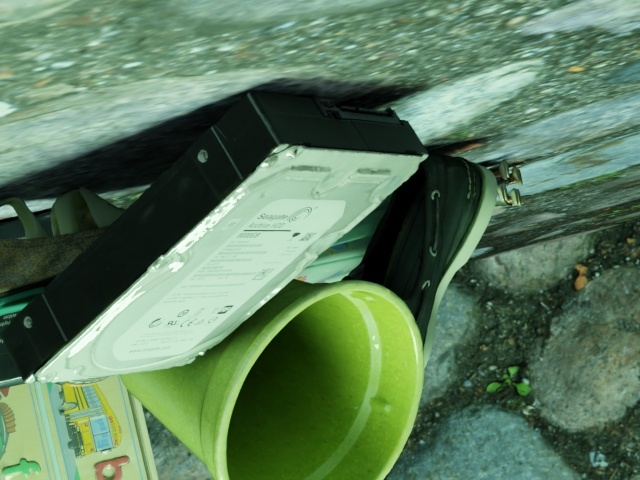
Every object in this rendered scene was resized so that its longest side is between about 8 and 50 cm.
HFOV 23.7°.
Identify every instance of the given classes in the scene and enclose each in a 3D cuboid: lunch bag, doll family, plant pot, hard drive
[{"bbox_3d":[0.000,0.000,1.851,0.279,0.108,0.224,-13,169,-15],"label":"lunch bag"},{"bbox_3d":[0.192,-0.057,1.955,0.111,0.076,0.193,-11,170,17],"label":"doll family"},{"bbox_3d":[-0.076,0.135,1.615,0.276,0.276,0.254,-8,-157,-42],"label":"plant pot"},{"bbox_3d":[-0.089,0.005,1.330,0.339,0.064,0.237,-42,159,26],"label":"hard drive"}]

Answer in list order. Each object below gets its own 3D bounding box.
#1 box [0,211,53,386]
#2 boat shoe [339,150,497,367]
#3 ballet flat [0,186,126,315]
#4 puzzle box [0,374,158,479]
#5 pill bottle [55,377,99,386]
[{"bbox_3d":[-0.273,0.056,1.524,0.156,0.158,0.093,-13,174,-1],"label":"box"},{"bbox_3d":[0.075,0.054,1.702,0.113,0.340,0.127,24,-172,-36],"label":"boat shoe"},{"bbox_3d":[-0.242,0.007,1.388,0.316,0.106,0.107,-9,165,-43],"label":"ballet flat"},{"bbox_3d":[-0.380,0.278,2.160,0.272,0.409,0.052,-13,174,-16],"label":"puzzle box"},{"bbox_3d":[-0.281,0.090,1.816,0.162,0.162,0.278,-11,173,-19],"label":"pill bottle"}]
